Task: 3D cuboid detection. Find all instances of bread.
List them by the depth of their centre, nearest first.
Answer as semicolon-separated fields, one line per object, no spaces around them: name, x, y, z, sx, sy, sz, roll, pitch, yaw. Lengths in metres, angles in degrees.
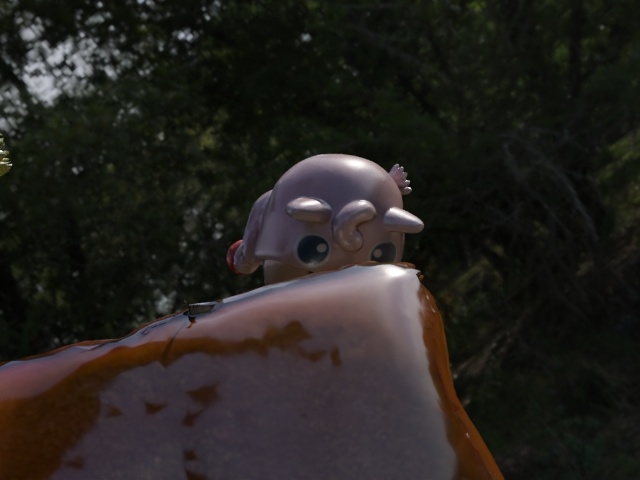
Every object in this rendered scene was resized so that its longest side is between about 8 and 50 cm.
bread;-0.049;0.195;0.417;0.324;0.333;0.143;-17;-27;-16

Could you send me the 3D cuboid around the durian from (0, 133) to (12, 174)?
durian;-0.585;-0.177;1.310;0.352;0.158;0.169;25;-63;-31

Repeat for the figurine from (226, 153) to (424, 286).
figurine;0.000;0.000;1.031;0.176;0.186;0.287;-1;5;-24
